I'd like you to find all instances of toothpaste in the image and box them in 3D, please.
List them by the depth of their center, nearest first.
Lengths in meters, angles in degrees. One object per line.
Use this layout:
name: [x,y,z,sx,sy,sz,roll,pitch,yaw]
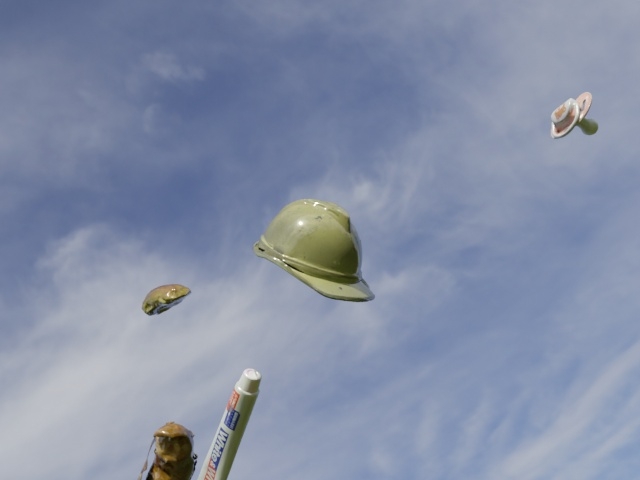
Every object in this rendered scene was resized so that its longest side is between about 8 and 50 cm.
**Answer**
toothpaste: [-0.122,0.265,1.005,0.033,0.052,0.218,-1,-60,-48]

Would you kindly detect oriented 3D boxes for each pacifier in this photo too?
pacifier: [0.434,-0.199,1.286,0.078,0.081,0.099,26,-30,-14]

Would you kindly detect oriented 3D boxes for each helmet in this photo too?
helmet: [0.004,-0.002,1.397,0.204,0.257,0.137,3,-70,-53]

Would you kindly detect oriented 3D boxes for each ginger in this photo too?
ginger: [-0.344,0.512,1.582,0.133,0.107,0.309,20,-80,-46]

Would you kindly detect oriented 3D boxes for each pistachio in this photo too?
pistachio: [-0.314,0.113,1.520,0.089,0.049,0.173,-28,-3,-28]
